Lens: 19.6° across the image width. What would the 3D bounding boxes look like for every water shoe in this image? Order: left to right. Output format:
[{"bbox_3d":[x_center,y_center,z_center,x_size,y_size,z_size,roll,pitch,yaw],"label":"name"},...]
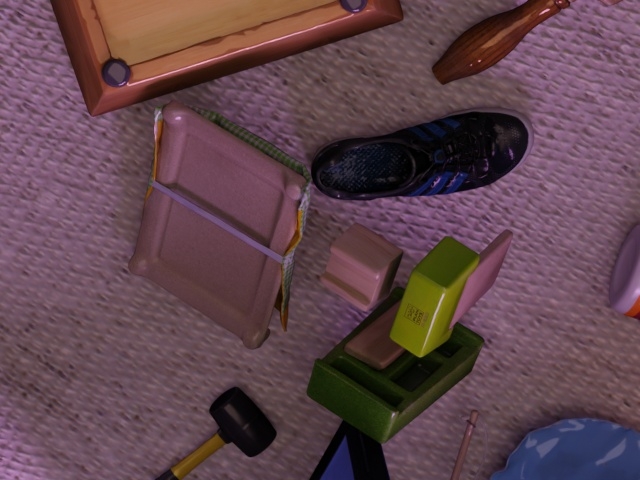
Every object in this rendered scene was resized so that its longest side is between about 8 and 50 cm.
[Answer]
[{"bbox_3d":[0.094,-0.067,1.637,0.203,0.080,0.073,-12,101,0],"label":"water shoe"}]

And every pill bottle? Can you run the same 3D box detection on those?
[{"bbox_3d":[0.344,0.046,1.667,0.152,0.086,0.086,18,100,-6],"label":"pill bottle"}]

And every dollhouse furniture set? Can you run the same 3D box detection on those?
[{"bbox_3d":[0.000,0.000,1.609,0.301,0.151,0.198,32,129,18],"label":"dollhouse furniture set"}]

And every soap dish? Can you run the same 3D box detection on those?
[{"bbox_3d":[-0.097,-0.252,1.574,0.290,0.118,0.229,-17,101,1],"label":"soap dish"}]

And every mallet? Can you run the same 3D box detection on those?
[{"bbox_3d":[-0.121,0.218,1.709,0.062,0.039,0.190,42,101,-12],"label":"mallet"}]

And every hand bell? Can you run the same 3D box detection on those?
[{"bbox_3d":[0.200,-0.211,1.618,0.242,0.126,0.126,-32,101,17],"label":"hand bell"}]

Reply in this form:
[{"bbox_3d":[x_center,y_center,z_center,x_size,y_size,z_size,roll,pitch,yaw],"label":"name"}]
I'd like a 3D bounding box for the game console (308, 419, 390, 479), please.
[{"bbox_3d":[-0.074,0.251,1.583,0.173,0.293,0.250,28,98,-8],"label":"game console"}]

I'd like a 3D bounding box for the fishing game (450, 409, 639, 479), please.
[{"bbox_3d":[0.238,0.248,1.726,0.264,0.041,0.189,8,107,-11],"label":"fishing game"}]
